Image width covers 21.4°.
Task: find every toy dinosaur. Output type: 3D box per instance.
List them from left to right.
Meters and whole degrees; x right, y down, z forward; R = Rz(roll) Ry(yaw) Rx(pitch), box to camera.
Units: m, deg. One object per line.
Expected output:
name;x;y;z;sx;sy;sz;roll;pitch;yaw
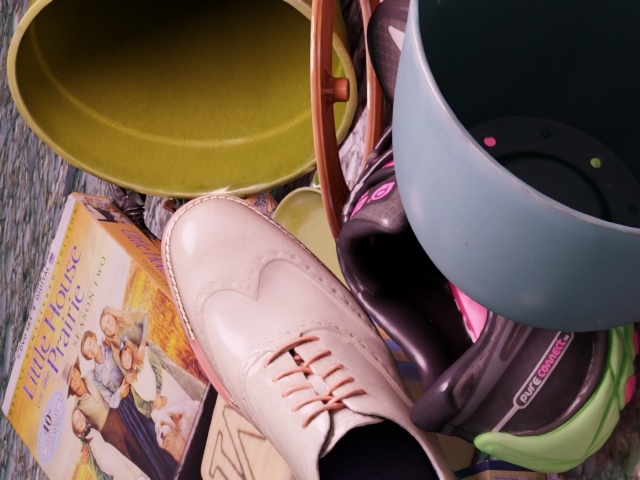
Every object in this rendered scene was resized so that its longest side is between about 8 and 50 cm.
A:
toy dinosaur;-0.158;0.018;2.053;0.322;0.164;0.218;-46;56;23

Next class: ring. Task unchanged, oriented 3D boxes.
ring;0.038;-0.152;1.589;0.336;0.032;0.336;-1;-90;-79

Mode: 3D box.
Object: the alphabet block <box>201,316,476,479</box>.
alphabet block;0.020;0.171;1.548;0.193;0.192;0.197;-135;56;-63

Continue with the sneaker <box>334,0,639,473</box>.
sneaker;0.111;-0.043;1.379;0.185;0.202;0.483;-57;35;42

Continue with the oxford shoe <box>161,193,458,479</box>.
oxford shoe;0.008;0.117;1.330;0.397;0.140;0.146;53;171;10

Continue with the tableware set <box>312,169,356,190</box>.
tableware set;0.000;0.000;1.837;0.104;0.024;0.154;-154;72;-65

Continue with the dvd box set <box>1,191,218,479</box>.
dvd box set;-0.227;0.164;1.923;0.420;0.062;0.307;41;116;50

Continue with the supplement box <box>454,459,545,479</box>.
supplement box;0.145;0.231;1.410;0.083;0.056;0.083;146;126;-59

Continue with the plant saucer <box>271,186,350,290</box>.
plant saucer;0.005;0.064;1.754;0.241;0.037;0.241;12;104;60

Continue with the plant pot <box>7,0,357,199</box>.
plant pot;-0.137;-0.296;1.881;0.366;0.366;0.353;126;154;-48

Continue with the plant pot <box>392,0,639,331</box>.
plant pot;0.181;-0.073;1.158;0.235;0.293;0.293;108;158;-60
